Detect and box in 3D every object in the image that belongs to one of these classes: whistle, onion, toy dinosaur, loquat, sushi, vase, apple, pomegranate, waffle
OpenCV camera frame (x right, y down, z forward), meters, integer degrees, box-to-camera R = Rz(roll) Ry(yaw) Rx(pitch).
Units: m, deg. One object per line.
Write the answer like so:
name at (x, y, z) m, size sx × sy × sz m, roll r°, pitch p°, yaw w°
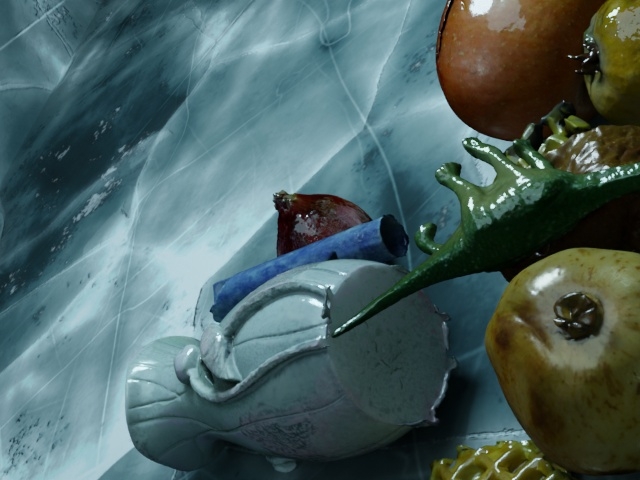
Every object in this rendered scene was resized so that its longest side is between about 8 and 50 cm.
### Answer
whistle at (-0.026, 0.040, 1.364) m, size 0.304 × 0.062 × 0.062 m, roll -22°, pitch 38°, yaw 33°
onion at (0.000, 0.000, 1.451) m, size 0.159 × 0.195 × 0.159 m, roll -31°, pitch 22°, yaw 14°
toy dinosaur at (0.228, -0.002, 1.011) m, size 0.447 × 0.087 × 0.301 m, roll -47°, pitch 43°, yaw 1°
loquat at (0.398, -0.206, 1.184) m, size 0.234 × 0.187 × 0.176 m, roll 4°, pitch 44°, yaw 10°
sushi at (0.296, -0.044, 1.164) m, size 0.296 × 0.167 × 0.179 m, roll -46°, pitch 17°, yaw 43°
vase at (-0.064, 0.168, 1.296) m, size 0.445 × 0.250 × 0.250 m, roll -22°, pitch 38°, yaw 45°
apple at (0.283, -0.253, 1.346) m, size 0.272 × 0.251 × 0.206 m, roll -40°, pitch 35°, yaw -25°
pomegranate at (0.256, 0.110, 0.973) m, size 0.215 × 0.215 × 0.215 m, roll -32°, pitch 33°, yaw 24°
waffle at (0.160, 0.302, 1.035) m, size 0.254 × 0.052 × 0.245 m, roll -22°, pitch 37°, yaw 36°
